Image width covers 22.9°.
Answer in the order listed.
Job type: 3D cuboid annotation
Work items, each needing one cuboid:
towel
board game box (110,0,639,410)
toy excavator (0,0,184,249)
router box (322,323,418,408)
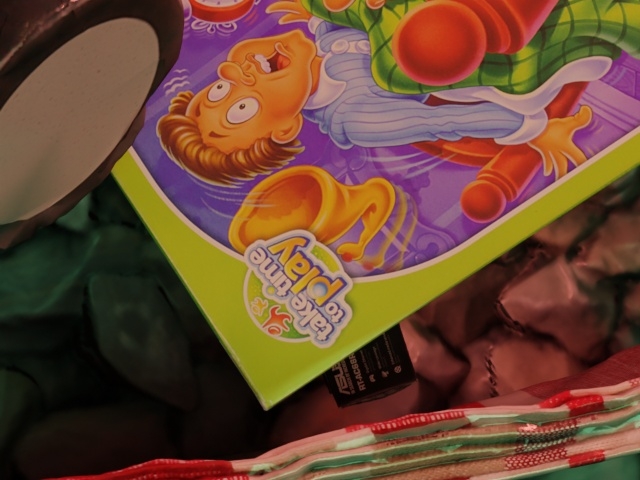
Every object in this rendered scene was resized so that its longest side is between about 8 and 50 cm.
[{"bbox_3d":[0.003,0.087,0.645,0.329,0.237,0.037,-11,84,-6],"label":"towel"},{"bbox_3d":[-0.015,-0.145,0.592,0.233,0.078,0.347,-34,86,1],"label":"board game box"},{"bbox_3d":[-0.161,-0.195,0.302,0.222,0.433,0.445,40,121,17],"label":"toy excavator"},{"bbox_3d":[0.000,0.000,0.688,0.038,0.092,0.122,-19,106,-2],"label":"router box"}]
